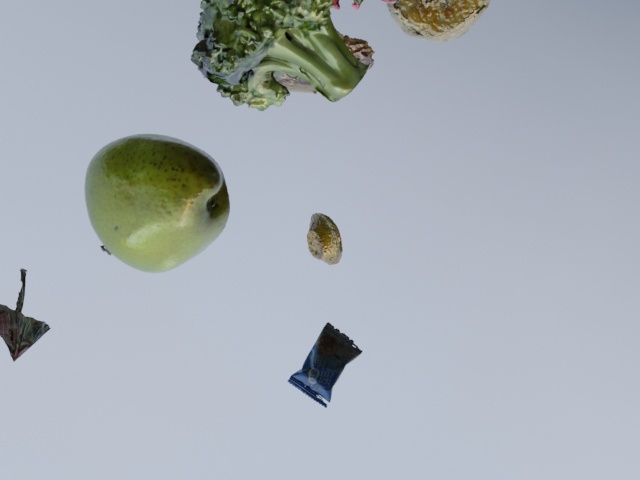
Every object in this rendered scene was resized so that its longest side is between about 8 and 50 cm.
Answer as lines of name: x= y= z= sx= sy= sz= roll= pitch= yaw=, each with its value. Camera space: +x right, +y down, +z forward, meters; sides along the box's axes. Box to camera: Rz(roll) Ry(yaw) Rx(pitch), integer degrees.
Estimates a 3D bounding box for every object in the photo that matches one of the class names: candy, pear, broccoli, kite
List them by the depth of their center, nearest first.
kite: x=-0.456 y=0.110 z=0.964 sx=0.139 sy=0.011 sz=0.157 roll=54 pitch=-158 yaw=-54
broccoli: x=-0.071 y=-0.386 z=1.111 sx=0.338 sy=0.318 sz=0.277 roll=-13 pitch=-151 yaw=13
candy: x=0.012 y=0.230 z=1.184 sx=0.088 sy=0.038 sz=0.136 roll=31 pitch=-108 yaw=16
pear: x=-0.368 y=-0.100 z=1.502 sx=0.238 sy=0.318 sz=0.343 roll=-33 pitch=-76 yaw=-59

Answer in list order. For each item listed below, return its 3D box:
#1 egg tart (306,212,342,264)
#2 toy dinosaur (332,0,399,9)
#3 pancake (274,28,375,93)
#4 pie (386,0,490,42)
egg tart: x=0.000 y=0.000 z=1.454 sx=0.049 sy=0.129 sz=0.129 roll=-21 pitch=-124 yaw=-30
toy dinosaur: x=0.072 y=-0.540 z=1.272 sx=0.070 sy=0.139 sz=0.286 roll=16 pitch=-175 yaw=-45
pancake: x=-0.033 y=-0.412 z=1.314 sx=0.266 sy=0.245 sz=0.057 roll=-22 pitch=-141 yaw=-1
pie: x=0.325 y=-0.718 z=1.760 sx=0.339 sy=0.339 sz=0.077 roll=25 pitch=-157 yaw=-6
